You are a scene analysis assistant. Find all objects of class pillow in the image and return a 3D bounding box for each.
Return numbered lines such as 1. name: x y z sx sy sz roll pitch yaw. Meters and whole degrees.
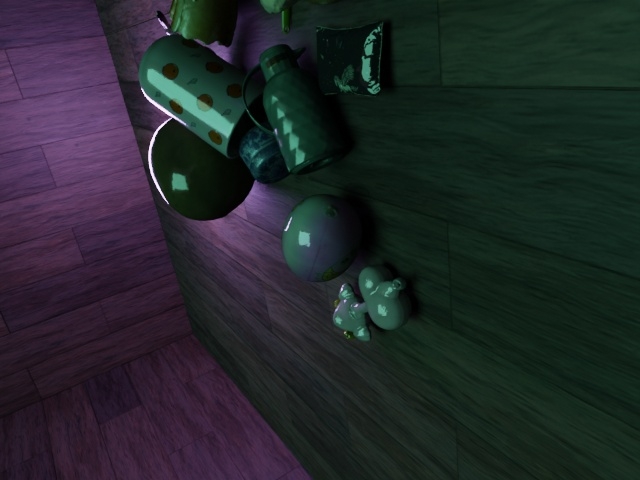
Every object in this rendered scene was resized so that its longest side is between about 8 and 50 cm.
1. pillow: 0.055 -0.357 0.981 0.208 0.055 0.141 28 128 51

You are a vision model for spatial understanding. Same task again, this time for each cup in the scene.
1. cup: -0.313 -0.393 1.313 0.318 0.212 0.212 35 147 3

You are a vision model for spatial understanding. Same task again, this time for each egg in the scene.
1. egg: 0.000 0.000 1.197 0.196 0.197 0.271 62 166 11

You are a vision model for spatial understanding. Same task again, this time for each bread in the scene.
1. bread: -0.305 -0.636 1.301 0.314 0.171 0.191 56 132 56

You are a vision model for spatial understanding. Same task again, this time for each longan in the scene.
1. longan: -0.375 -0.244 1.580 0.361 0.361 0.360 40 142 42

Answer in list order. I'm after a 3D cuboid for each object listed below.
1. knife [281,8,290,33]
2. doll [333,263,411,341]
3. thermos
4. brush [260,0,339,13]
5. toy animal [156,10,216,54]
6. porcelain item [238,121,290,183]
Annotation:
1. knife: -0.077 -0.562 1.109 0.026 0.022 0.184 -102 12 -50
2. doll: 0.115 0.160 1.208 0.365 0.095 0.160 -46 61 59
3. thermos: -0.069 -0.297 1.125 0.145 0.182 0.286 91 155 -87
4. brush: -0.048 -0.566 0.902 0.174 0.166 0.266 -12 97 62
5. toy animal: -0.349 -0.536 1.476 0.324 0.090 0.195 43 170 -12
6. porcelain item: -0.132 -0.230 1.310 0.114 0.147 0.147 58 151 18
